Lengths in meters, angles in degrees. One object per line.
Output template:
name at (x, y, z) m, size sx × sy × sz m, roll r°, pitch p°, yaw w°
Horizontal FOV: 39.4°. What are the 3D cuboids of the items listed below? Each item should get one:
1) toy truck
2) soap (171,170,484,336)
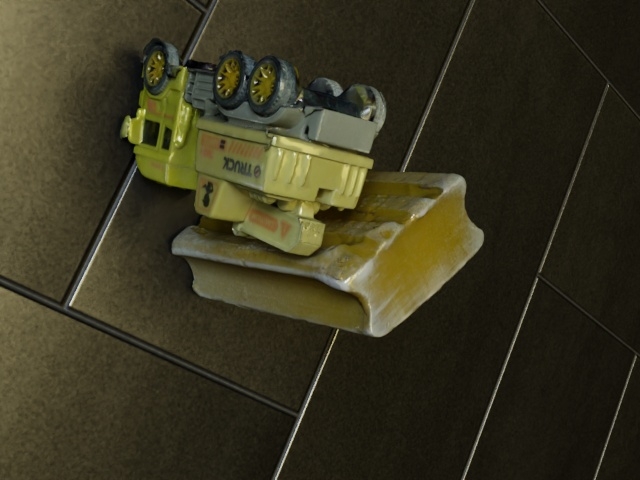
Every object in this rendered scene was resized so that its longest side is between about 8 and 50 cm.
toy truck at (-0.069, -0.084, 0.808) m, size 0.124 × 0.272 × 0.157 m, roll 9°, pitch 97°, yaw -41°
soap at (0.000, 0.000, 0.870) m, size 0.173 × 0.274 × 0.089 m, roll -37°, pitch 117°, yaw -31°
